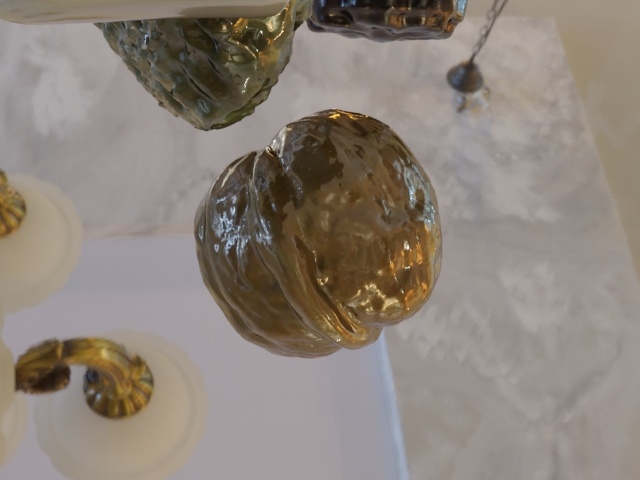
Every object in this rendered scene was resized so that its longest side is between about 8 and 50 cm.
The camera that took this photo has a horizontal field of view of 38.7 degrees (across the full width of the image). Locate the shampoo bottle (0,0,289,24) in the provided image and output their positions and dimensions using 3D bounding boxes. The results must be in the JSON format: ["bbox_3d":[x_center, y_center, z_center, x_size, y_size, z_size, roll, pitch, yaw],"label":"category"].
[{"bbox_3d":[-0.130,-0.147,0.509,0.221,0.108,0.051,-5,-77,-12],"label":"shampoo bottle"}]

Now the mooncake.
[{"bbox_3d":[0.100,-0.395,1.487,0.283,0.283,0.141,0,-80,-9],"label":"mooncake"}]

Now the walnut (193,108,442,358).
[{"bbox_3d":[0.000,0.000,1.061,0.296,0.285,0.285,-25,-121,24],"label":"walnut"}]

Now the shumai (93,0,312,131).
[{"bbox_3d":[-0.051,-0.316,0.737,0.323,0.324,0.397,-24,-81,-19],"label":"shumai"}]
